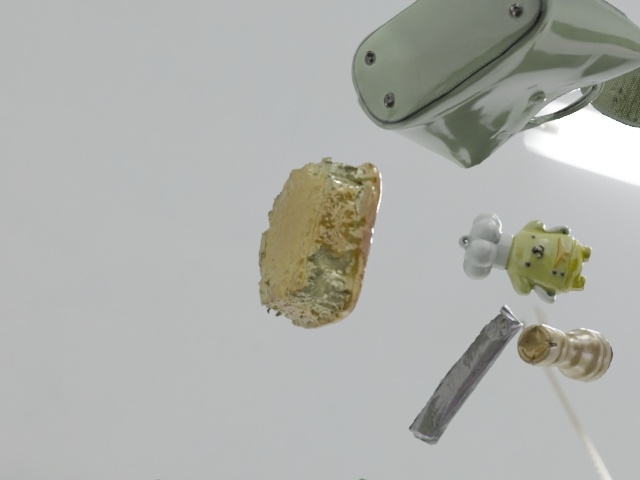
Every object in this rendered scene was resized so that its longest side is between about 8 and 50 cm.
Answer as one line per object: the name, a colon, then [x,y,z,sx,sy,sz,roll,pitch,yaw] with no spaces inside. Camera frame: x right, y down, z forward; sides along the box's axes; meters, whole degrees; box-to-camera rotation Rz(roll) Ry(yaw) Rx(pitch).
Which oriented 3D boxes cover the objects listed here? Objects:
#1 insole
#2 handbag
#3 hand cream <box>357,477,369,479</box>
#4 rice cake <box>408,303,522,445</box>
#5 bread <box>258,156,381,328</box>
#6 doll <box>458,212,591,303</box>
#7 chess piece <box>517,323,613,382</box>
insole: [0.518,-0.189,1.448,0.322,0.007,0.109,26,-80,24]
handbag: [0.192,-0.146,0.977,0.241,0.109,0.315,-31,-29,29]
hand cream: [0.147,0.259,0.800,0.275,0.079,0.050,24,-34,-5]
rice cake: [0.236,0.223,1.666,0.270,0.055,0.049,-56,-27,8]
bread: [0.000,0.000,1.439,0.121,0.245,0.174,29,-27,-31]
doll: [0.252,0.019,1.280,0.163,0.106,0.062,12,-21,9]
chess piece: [0.287,0.129,1.213,0.122,0.066,0.066,18,-62,-44]
